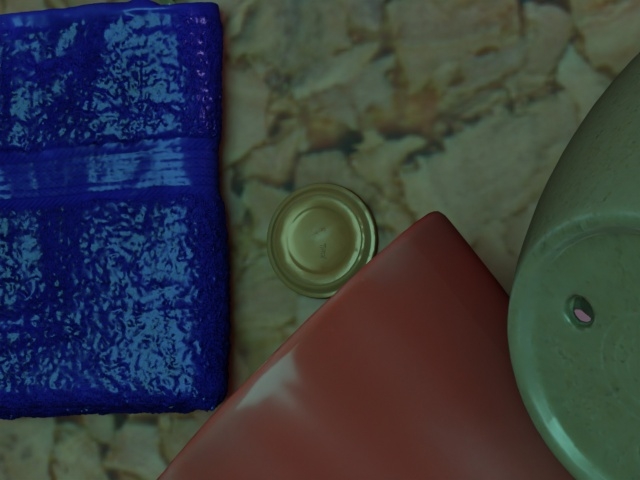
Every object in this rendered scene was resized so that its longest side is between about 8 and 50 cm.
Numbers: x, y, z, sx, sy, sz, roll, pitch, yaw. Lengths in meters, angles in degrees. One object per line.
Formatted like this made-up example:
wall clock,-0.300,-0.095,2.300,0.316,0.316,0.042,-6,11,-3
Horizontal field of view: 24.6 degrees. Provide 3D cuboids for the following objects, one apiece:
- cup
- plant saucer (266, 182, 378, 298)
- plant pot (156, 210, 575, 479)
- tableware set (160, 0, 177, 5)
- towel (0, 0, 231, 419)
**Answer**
cup,0.237,0.030,0.769,0.331,0.237,0.331,23,124,39
plant saucer,0.000,0.000,1.052,0.083,0.013,0.083,-2,85,20
plant pot,0.064,0.160,0.895,0.243,0.275,0.275,45,100,7
tableware set,-0.114,-0.264,1.113,0.141,0.020,0.169,46,100,16
towel,-0.180,-0.023,1.085,0.227,0.076,0.308,-5,83,20
